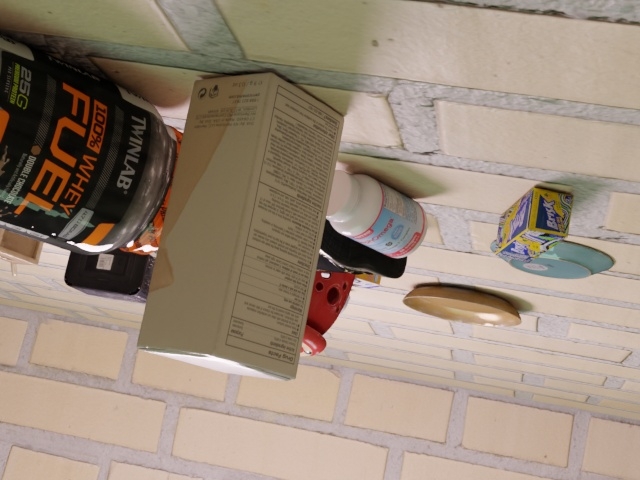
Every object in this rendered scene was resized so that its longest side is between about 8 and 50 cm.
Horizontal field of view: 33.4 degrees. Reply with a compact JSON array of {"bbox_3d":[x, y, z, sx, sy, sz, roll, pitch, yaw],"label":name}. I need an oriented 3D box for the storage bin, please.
[{"bbox_3d":[-0.425,0.055,2.208,0.180,0.122,0.084,7,167,18],"label":"storage bin"}]

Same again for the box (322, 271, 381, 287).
[{"bbox_3d":[0.052,0.064,2.040,0.136,0.028,0.081,16,167,-28],"label":"box"}]

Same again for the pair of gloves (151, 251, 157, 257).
[{"bbox_3d":[-0.201,0.025,2.030,0.204,0.042,0.240,-2,164,20],"label":"pair of gloves"}]

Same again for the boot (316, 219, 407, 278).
[{"bbox_3d":[0.000,0.002,1.639,0.179,0.085,0.236,2,164,44],"label":"boot"}]

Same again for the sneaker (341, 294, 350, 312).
[{"bbox_3d":[-0.054,0.105,2.145,0.091,0.094,0.258,19,169,-43],"label":"sneaker"}]

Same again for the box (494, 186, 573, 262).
[{"bbox_3d":[0.278,-0.018,1.401,0.054,0.059,0.169,11,167,-4],"label":"box"}]

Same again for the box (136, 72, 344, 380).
[{"bbox_3d":[-0.084,-0.013,1.177,0.121,0.311,0.148,2,164,38],"label":"box"}]

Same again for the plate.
[{"bbox_3d":[0.353,0.032,1.638,0.188,0.024,0.188,10,167,2],"label":"plate"}]

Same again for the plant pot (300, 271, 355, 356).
[{"bbox_3d":[-0.053,0.103,1.911,0.191,0.174,0.191,19,160,7],"label":"plant pot"}]

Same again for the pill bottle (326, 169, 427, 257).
[{"bbox_3d":[0.067,-0.038,1.442,0.087,0.087,0.160,-1,162,44],"label":"pill bottle"}]

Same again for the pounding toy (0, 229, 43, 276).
[{"bbox_3d":[-0.603,-0.006,2.080,0.100,0.130,0.141,3,165,35],"label":"pounding toy"}]

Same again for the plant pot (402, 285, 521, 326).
[{"bbox_3d":[0.280,0.127,2.098,0.236,0.032,0.236,12,168,3],"label":"plant pot"}]

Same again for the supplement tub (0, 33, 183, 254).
[{"bbox_3d":[-0.324,-0.107,1.225,0.338,0.207,0.207,20,165,-36],"label":"supplement tub"}]
